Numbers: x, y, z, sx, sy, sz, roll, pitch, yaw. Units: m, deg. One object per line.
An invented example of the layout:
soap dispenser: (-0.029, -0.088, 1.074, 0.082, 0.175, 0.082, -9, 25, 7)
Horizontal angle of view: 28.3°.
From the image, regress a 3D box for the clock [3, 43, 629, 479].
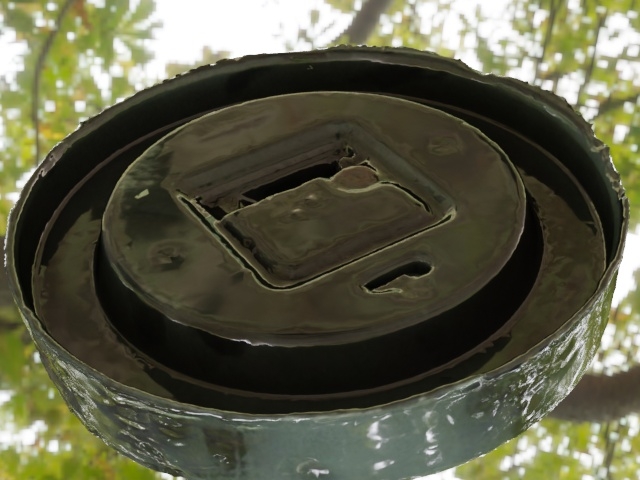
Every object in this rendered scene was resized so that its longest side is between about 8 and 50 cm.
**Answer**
clock: (0.000, 0.000, 0.581, 0.281, 0.055, 0.280, -3, -142, 2)
